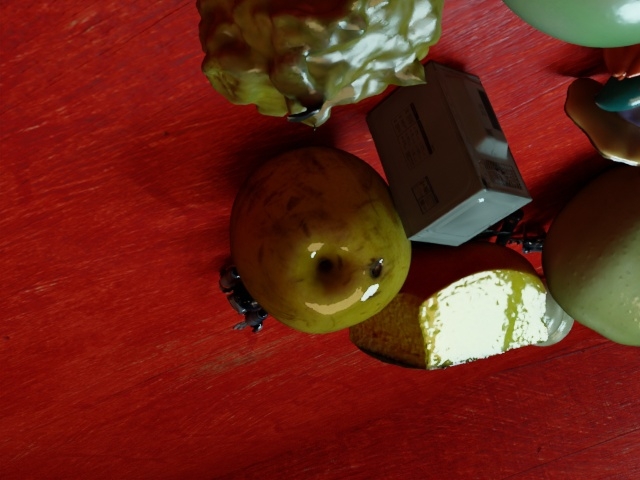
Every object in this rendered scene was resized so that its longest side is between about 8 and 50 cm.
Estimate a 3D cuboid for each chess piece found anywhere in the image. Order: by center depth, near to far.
[{"bbox_3d":[0.477,0.165,2.086,0.330,0.182,0.182,14,143,-41],"label":"chess piece"}]

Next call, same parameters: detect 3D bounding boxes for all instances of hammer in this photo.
[{"bbox_3d":[0.383,0.016,1.780,0.111,0.033,0.287,26,151,13],"label":"hammer"}]

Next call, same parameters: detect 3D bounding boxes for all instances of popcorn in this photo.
[{"bbox_3d":[0.000,-0.215,0.791,0.249,0.225,0.249,-14,147,-9],"label":"popcorn"}]

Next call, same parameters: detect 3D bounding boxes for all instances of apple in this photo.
[{"bbox_3d":[0.617,0.020,1.608,0.357,0.357,0.357,-14,157,-6],"label":"apple"}]

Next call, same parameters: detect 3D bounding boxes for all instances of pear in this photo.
[{"bbox_3d":[0.000,0.000,1.194,0.281,0.280,0.280,-14,157,-6],"label":"pear"}]

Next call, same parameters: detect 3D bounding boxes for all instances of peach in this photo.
[{"bbox_3d":[0.243,0.120,1.694,0.381,0.242,0.306,-15,-165,-8],"label":"peach"}]

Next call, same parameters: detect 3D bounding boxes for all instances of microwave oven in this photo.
[{"bbox_3d":[0.178,-0.117,1.150,0.122,0.208,0.162,7,148,-44],"label":"microwave oven"}]

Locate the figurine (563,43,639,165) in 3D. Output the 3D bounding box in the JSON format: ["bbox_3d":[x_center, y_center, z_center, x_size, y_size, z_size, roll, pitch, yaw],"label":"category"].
[{"bbox_3d":[0.462,-0.239,1.128,0.208,0.181,0.257,19,141,-8],"label":"figurine"}]

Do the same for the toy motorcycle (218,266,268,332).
[{"bbox_3d":[-0.097,0.078,1.481,0.207,0.134,0.401,-37,-177,-29],"label":"toy motorcycle"}]

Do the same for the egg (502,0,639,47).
[{"bbox_3d":[0.268,-0.297,0.785,0.270,0.220,0.220,-1,153,-32],"label":"egg"}]

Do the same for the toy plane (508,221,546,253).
[{"bbox_3d":[0.485,0.004,1.830,0.130,0.061,0.189,-2,169,29],"label":"toy plane"}]

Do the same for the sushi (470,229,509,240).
[{"bbox_3d":[0.263,-0.024,1.638,0.201,0.031,0.139,5,167,-42],"label":"sushi"}]
